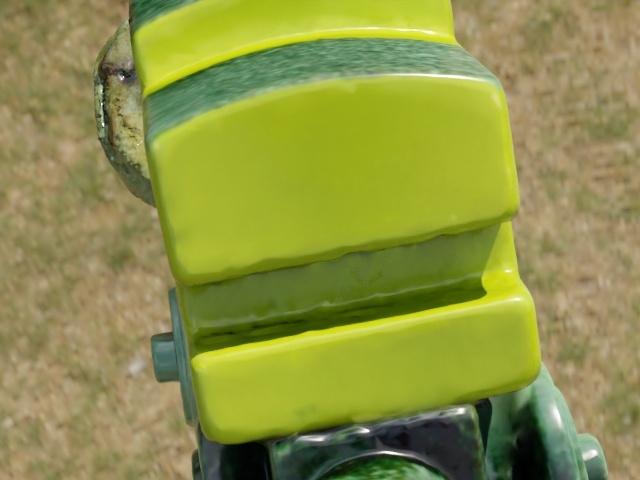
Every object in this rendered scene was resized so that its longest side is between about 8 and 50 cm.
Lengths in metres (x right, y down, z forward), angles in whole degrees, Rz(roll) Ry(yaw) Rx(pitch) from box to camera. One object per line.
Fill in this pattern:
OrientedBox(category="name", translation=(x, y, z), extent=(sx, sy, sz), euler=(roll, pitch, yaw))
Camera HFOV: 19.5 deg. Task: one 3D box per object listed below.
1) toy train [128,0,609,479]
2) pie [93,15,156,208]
OrientedBox(category="toy train", translation=(0.000, 0.000, 0.836), extent=(0.179, 0.272, 0.442), euler=(-11, 16, -3))
OrientedBox(category="pie", translation=(-0.061, -0.142, 1.677), extent=(0.323, 0.070, 0.323), euler=(-1, 53, 1))
